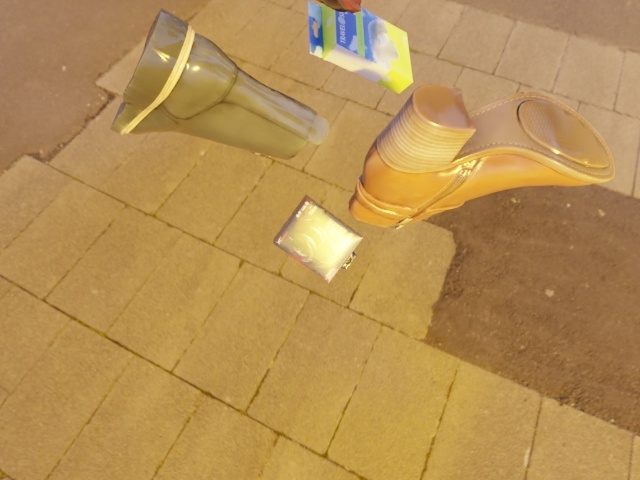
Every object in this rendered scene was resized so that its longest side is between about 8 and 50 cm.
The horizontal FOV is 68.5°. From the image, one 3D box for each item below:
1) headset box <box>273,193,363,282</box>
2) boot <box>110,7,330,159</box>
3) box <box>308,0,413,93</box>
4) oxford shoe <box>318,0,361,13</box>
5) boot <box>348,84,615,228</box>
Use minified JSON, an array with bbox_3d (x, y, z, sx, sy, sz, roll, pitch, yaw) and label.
[{"bbox_3d":[0.000,0.000,0.507,0.083,0.032,0.062,37,97,-9],"label":"headset box"},{"bbox_3d":[-0.094,-0.101,0.398,0.136,0.197,0.077,23,87,-27],"label":"boot"},{"bbox_3d":[0.066,-0.316,0.748,0.178,0.042,0.109,12,65,-32],"label":"box"},{"bbox_3d":[-0.011,-0.319,0.559,0.098,0.097,0.271,-14,35,5],"label":"oxford shoe"},{"bbox_3d":[0.130,-0.056,0.412,0.196,0.152,0.073,10,61,-12],"label":"boot"}]
